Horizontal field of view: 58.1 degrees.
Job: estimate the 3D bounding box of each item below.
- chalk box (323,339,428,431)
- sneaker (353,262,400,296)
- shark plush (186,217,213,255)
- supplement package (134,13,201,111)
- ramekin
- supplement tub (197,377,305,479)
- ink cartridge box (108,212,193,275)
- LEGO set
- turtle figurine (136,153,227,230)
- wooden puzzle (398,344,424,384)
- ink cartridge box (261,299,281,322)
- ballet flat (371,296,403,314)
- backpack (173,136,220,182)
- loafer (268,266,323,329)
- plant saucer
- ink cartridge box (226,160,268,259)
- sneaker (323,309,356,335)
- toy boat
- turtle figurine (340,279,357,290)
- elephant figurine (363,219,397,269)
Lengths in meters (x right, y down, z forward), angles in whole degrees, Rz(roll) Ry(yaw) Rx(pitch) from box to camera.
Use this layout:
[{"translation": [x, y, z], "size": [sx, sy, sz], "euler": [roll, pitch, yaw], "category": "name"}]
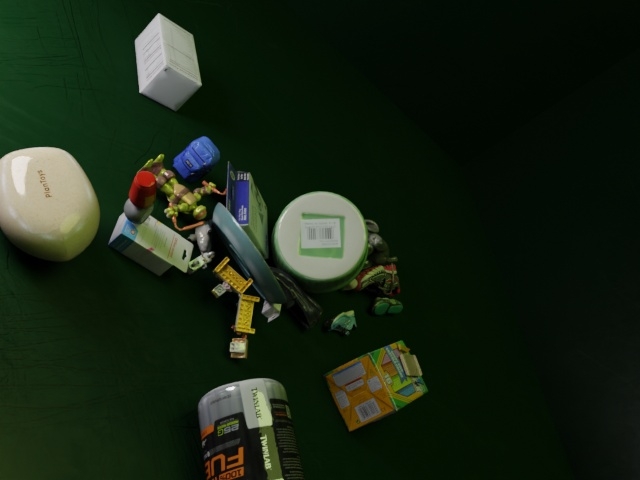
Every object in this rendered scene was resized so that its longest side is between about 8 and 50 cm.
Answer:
[{"translation": [0.182, 0.418, 1.711], "size": [0.289, 0.180, 0.179], "euler": [-2, 62, -58], "category": "chalk box"}, {"translation": [0.210, 0.153, 2.091], "size": [0.299, 0.121, 0.111], "euler": [-3, 71, -55], "category": "sneaker"}, {"translation": [-0.317, -0.014, 1.573], "size": [0.067, 0.073, 0.161], "euler": [63, 1, -29], "category": "shark plush"}, {"translation": [-0.473, -0.548, 1.777], "size": [0.139, 0.134, 0.244], "euler": [23, 42, -44], "category": "supplement package"}, {"translation": [0.000, 0.000, 1.715], "size": [0.303, 0.304, 0.148], "euler": [60, -8, 9], "category": "ramekin"}, {"translation": [-0.136, 0.461, 1.173], "size": [0.194, 0.194, 0.315], "euler": [21, 43, -46], "category": "supplement tub"}, {"translation": [-0.401, 0.010, 1.378], "size": [0.181, 0.062, 0.104], "euler": [37, 34, -28], "category": "ink cartridge box"}, {"translation": [-0.232, 0.161, 1.476], "size": [0.132, 0.107, 0.286], "euler": [-25, 85, -26], "category": "LEGO set"}, {"translation": [-0.372, -0.129, 1.543], "size": [0.217, 0.087, 0.269], "euler": [45, 35, -5], "category": "turtle figurine"}, {"translation": [0.264, 0.365, 1.689], "size": [0.079, 0.014, 0.116], "euler": [21, 44, -40], "category": "wooden puzzle"}, {"translation": [-0.135, 0.183, 1.611], "size": [0.028, 0.048, 0.083], "euler": [41, 31, -24], "category": "ink cartridge box"}, {"translation": [0.228, 0.237, 2.103], "size": [0.188, 0.070, 0.070], "euler": [15, 48, -52], "category": "ballet flat"}, {"translation": [-0.350, -0.229, 1.643], "size": [0.098, 0.120, 0.101], "euler": [49, 29, -12], "category": "backpack"}, {"translation": [-0.087, 0.167, 1.673], "size": [0.223, 0.076, 0.078], "euler": [45, 52, -12], "category": "loafer"}, {"translation": [-0.195, 0.044, 1.512], "size": [0.317, 0.044, 0.317], "euler": [51, -13, 17], "category": "plant saucer"}, {"translation": [-0.210, -0.090, 1.692], "size": [0.224, 0.045, 0.223], "euler": [64, 14, -48], "category": "ink cartridge box"}, {"translation": [0.072, 0.267, 1.823], "size": [0.162, 0.063, 0.073], "euler": [-3, 66, -57], "category": "sneaker"}, {"translation": [-0.502, -0.072, 1.209], "size": [0.319, 0.148, 0.267], "euler": [-9, 63, -30], "category": "toy boat"}, {"translation": [0.013, 0.047, 1.924], "size": [0.266, 0.275, 0.197], "euler": [57, -3, -42], "category": "turtle figurine"}, {"translation": [0.148, -0.015, 2.154], "size": [0.239, 0.170, 0.186], "euler": [59, -6, 43], "category": "elephant figurine"}]
